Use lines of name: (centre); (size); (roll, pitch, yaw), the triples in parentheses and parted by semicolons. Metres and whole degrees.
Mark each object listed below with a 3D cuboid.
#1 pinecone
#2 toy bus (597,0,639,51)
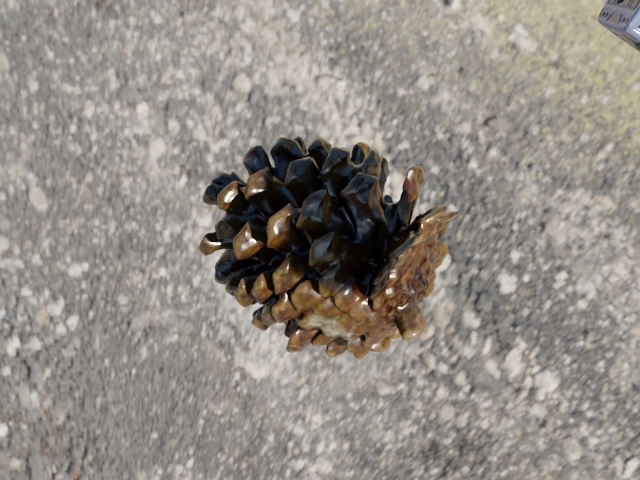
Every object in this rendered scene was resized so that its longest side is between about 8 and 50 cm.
pinecone: (-0.001, 0.001, 0.899); (0.212, 0.186, 0.169); (25, 29, 2)
toy bus: (0.512, -0.254, 1.417); (0.292, 0.125, 0.133); (28, 101, -17)
